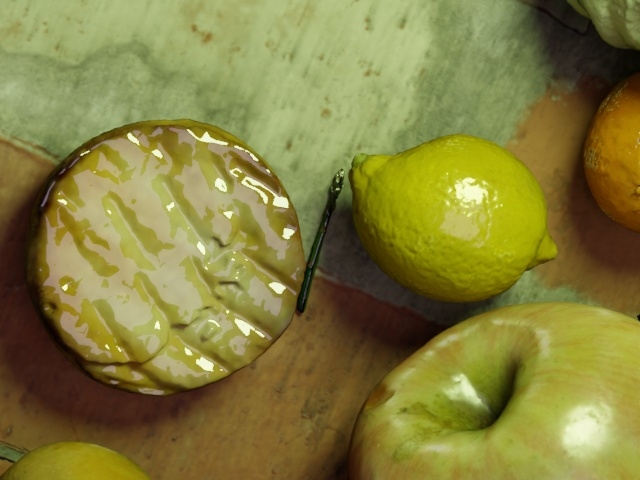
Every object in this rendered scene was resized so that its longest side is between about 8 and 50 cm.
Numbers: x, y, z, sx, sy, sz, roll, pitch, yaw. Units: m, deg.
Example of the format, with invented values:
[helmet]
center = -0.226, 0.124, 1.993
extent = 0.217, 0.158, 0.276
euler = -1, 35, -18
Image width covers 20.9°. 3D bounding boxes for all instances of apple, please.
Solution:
[apple]
center = 0.240, 0.255, 1.818
extent = 0.391, 0.391, 0.346
euler = -41, 121, -6

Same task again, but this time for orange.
[orange]
center = 0.377, -0.099, 1.914
extent = 0.193, 0.161, 0.193
euler = -9, 107, -29

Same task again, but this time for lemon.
[lemon]
center = 0.139, -0.024, 1.856
extent = 0.244, 0.187, 0.186
euler = 20, 91, -12

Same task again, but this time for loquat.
[loquat]
center = -0.246, 0.317, 1.786
extent = 0.238, 0.238, 0.193
euler = 31, 105, -14

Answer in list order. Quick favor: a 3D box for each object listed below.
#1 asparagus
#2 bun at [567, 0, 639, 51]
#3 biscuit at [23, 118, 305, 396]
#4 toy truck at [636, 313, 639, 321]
[asparagus]
center = 0.000, 0.000, 1.914
extent = 0.013, 0.016, 0.166
euler = 17, 93, 27
[bun]
center = 0.412, -0.291, 1.848
extent = 0.360, 0.359, 0.211
euler = 15, 132, -14
[biscuit]
center = -0.165, 0.016, 1.834
extent = 0.296, 0.102, 0.296
euler = -1, 97, -9
[toy truck]
center = 0.458, 0.202, 1.968
extent = 0.124, 0.155, 0.268
euler = -18, 100, -11
